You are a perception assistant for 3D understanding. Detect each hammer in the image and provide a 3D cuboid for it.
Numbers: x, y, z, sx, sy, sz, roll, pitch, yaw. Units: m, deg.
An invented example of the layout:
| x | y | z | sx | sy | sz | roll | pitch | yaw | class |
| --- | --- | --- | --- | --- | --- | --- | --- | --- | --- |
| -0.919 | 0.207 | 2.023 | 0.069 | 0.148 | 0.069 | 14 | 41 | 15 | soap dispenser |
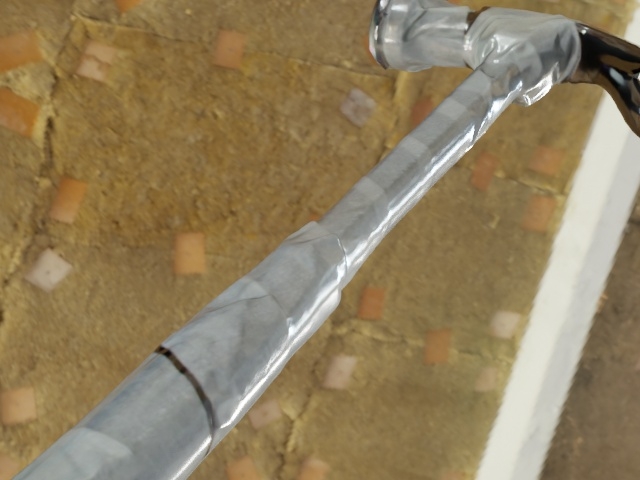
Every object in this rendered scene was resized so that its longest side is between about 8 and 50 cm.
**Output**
| x | y | z | sx | sy | sz | roll | pitch | yaw | class |
| --- | --- | --- | --- | --- | --- | --- | --- | --- | --- |
| 0.000 | -0.001 | 0.415 | 0.427 | 0.152 | 0.044 | -43 | -39 | -44 | hammer |
